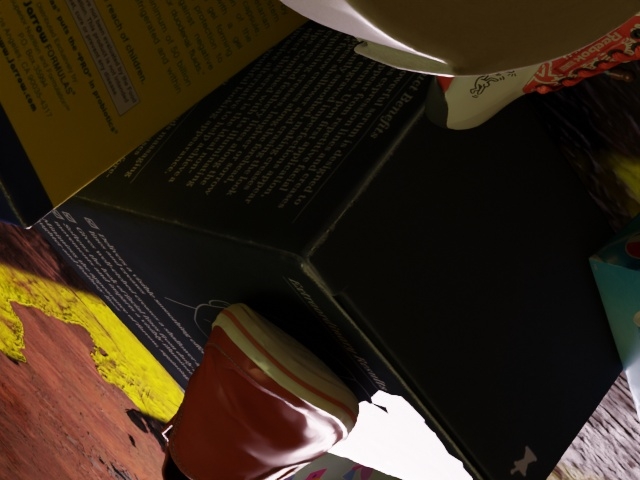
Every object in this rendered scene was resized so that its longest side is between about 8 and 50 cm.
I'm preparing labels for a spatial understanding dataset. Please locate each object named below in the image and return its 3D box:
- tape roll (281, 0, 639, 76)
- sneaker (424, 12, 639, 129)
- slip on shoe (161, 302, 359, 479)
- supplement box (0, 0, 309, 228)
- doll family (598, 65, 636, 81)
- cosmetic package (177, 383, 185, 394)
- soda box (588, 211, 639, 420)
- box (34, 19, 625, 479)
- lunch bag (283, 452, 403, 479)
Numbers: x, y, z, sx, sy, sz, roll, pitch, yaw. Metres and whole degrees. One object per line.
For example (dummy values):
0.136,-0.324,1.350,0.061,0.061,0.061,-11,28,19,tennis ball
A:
0.086,-0.268,0.858,0.072,0.392,0.392,21,141,43,tape roll
0.179,-0.127,1.138,0.145,0.090,0.270,40,126,6,sneaker
-0.054,0.132,1.376,0.123,0.101,0.331,39,159,2,slip on shoe
-0.163,-0.197,1.353,0.194,0.356,0.195,14,135,49,supplement box
0.131,-0.171,1.250,0.193,0.076,0.111,51,134,9,doll family
-0.126,0.039,1.874,0.238,0.107,0.127,57,155,-19,cosmetic package
0.263,0.083,1.379,0.071,0.067,0.210,17,139,47,soda box
0.000,0.000,1.451,0.395,0.212,0.293,15,150,49,box
0.074,0.332,1.930,0.279,0.108,0.224,53,150,-6,lunch bag
